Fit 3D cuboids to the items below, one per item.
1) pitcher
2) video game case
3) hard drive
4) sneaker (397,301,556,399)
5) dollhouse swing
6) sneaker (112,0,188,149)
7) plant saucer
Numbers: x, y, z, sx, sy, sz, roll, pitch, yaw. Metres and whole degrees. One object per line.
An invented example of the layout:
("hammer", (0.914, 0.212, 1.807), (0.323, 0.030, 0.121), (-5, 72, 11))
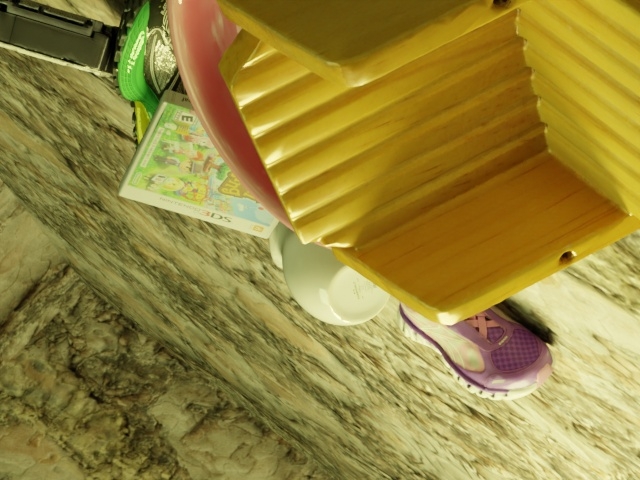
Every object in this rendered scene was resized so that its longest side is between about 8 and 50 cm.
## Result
("pitcher", (0.000, 0.000, 2.157), (0.207, 0.125, 0.178), (45, 157, 57))
("video game case", (-0.118, -0.084, 2.068), (0.193, 0.023, 0.212), (16, 146, -13))
("hard drive", (-0.343, -0.252, 2.114), (0.237, 0.064, 0.339), (16, -177, -1))
("sneaker", (0.160, 0.090, 1.982), (0.236, 0.095, 0.104), (34, 155, 43))
("dollhouse swing", (0.151, -0.033, 1.249), (0.305, 0.315, 0.347), (61, 177, 34))
("sneaker", (-0.149, -0.193, 2.053), (0.146, 0.134, 0.343), (4, 147, 10))
("plant saucer", (-0.004, -0.151, 1.588), (0.332, 0.084, 0.332), (36, 144, 32))
